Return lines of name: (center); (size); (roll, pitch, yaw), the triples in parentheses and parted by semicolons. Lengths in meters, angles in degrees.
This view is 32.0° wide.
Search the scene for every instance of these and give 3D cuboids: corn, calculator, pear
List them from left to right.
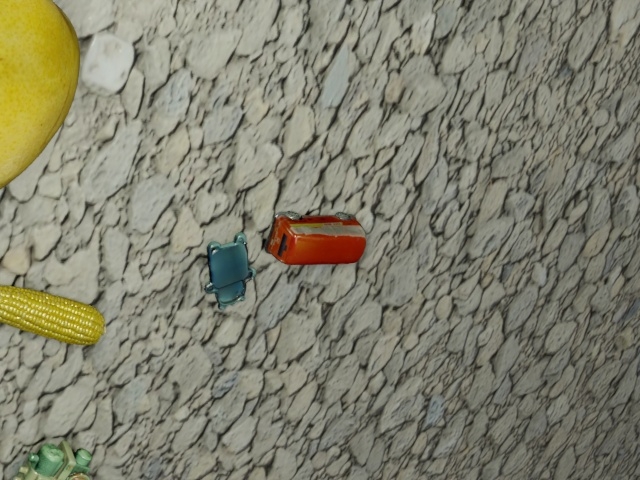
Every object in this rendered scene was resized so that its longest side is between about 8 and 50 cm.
pear: (-0.440, -0.197, 1.299); (0.314, 0.314, 0.314); (-17, 127, -24)
corn: (-0.408, 0.111, 1.662); (0.206, 0.067, 0.067); (20, 106, -39)
calculator: (-0.149, 0.052, 1.833); (0.094, 0.019, 0.141); (-19, 129, -23)

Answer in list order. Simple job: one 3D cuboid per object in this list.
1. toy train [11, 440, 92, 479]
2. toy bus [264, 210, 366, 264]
toy train: (-0.456, 0.409, 1.818); (0.125, 0.081, 0.194); (28, 102, -38)
toy bus: (0.000, 0.000, 1.859); (0.174, 0.077, 0.079); (0, 118, -34)
